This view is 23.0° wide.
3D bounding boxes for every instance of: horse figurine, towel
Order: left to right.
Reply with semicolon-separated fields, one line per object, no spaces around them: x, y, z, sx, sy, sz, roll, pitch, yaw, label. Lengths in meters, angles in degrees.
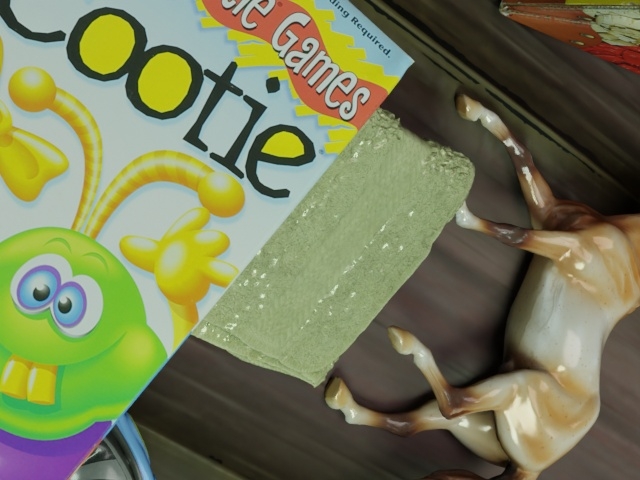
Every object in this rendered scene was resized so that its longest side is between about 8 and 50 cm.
0.000;0.000;0.773;0.110;0.027;0.148;28;104;-37;towel
0.111;0.047;0.853;0.174;0.066;0.263;27;81;-27;horse figurine

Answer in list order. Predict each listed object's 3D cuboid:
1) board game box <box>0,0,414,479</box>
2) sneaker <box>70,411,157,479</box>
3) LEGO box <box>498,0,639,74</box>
-0.115;-0.001;0.596;0.144;0.142;0.275;42;60;-5;board game box
-0.129;0.081;0.711;0.078;0.067;0.188;-30;108;-17;sneaker
0.355;-0.306;0.869;0.372;0.193;0.500;17;89;-33;LEGO box
